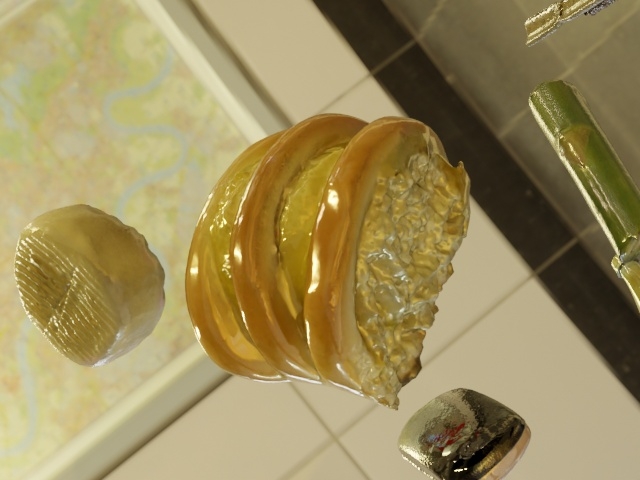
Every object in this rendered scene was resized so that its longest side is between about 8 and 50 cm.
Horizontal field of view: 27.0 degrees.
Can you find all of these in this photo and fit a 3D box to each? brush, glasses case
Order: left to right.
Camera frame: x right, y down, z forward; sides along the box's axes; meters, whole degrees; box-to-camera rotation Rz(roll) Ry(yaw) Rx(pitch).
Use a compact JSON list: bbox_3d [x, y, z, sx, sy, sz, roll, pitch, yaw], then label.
[{"bbox_3d":[0.171,0.243,1.628,0.075,0.122,0.314,51,172,-7],"label":"glasses case"},{"bbox_3d":[0.363,-0.329,1.906,0.036,0.043,0.248,11,166,-18],"label":"brush"}]

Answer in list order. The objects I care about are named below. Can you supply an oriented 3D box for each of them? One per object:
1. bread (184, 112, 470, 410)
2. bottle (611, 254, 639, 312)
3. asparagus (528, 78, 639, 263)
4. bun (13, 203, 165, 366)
[{"bbox_3d":[0.000,0.000,1.414,0.270,0.315,0.211,13,158,26],"label":"bread"},{"bbox_3d":[0.508,0.106,1.960,0.269,0.083,0.083,58,176,49],"label":"bottle"},{"bbox_3d":[0.294,-0.080,1.425,0.067,0.060,0.277,50,-166,-44],"label":"asparagus"},{"bbox_3d":[-0.276,0.046,1.621,0.193,0.128,0.178,42,128,10],"label":"bun"}]
